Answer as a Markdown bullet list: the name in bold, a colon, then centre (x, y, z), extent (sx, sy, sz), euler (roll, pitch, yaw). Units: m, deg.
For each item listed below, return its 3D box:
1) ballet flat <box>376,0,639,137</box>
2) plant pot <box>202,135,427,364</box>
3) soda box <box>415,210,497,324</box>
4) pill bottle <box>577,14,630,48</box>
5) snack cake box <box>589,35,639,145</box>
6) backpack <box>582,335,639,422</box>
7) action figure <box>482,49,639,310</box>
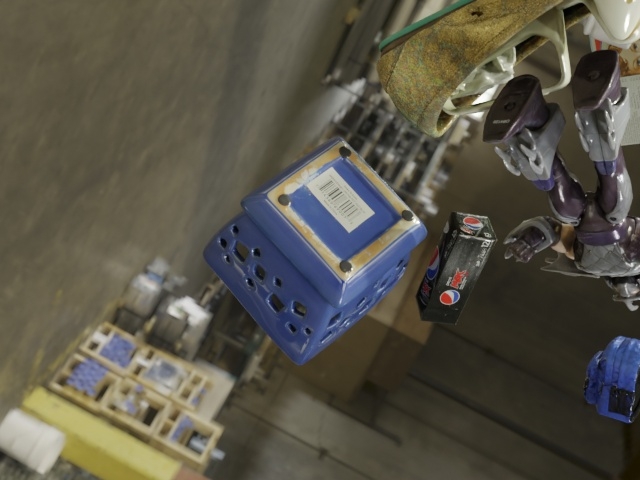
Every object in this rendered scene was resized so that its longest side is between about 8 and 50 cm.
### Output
- **ballet flat**: centre (0.208, -0.196, 0.878), extent (0.348, 0.123, 0.123), euler (-29, -166, 27)
- **plant pot**: centre (0.000, 0.000, 1.497), extent (0.236, 0.236, 0.212), euler (-37, 170, -32)
- **soda box**: centre (0.189, 0.041, 1.463), extent (0.053, 0.060, 0.169), euler (-99, -158, -50)
- **pill bottle**: centre (0.268, -0.415, 1.389), extent (0.224, 0.392, 0.224), euler (23, 90, -81)
- **snack cake box**: centre (0.499, -0.285, 1.568), extent (0.089, 0.152, 0.264), euler (-30, 111, -55)
- **backpack**: centre (0.480, 0.215, 1.652), extent (0.098, 0.101, 0.120), euler (-36, 136, -57)
- **action figure**: centre (0.242, -0.028, 0.916), extent (0.285, 0.185, 0.099), euler (56, 38, -38)
